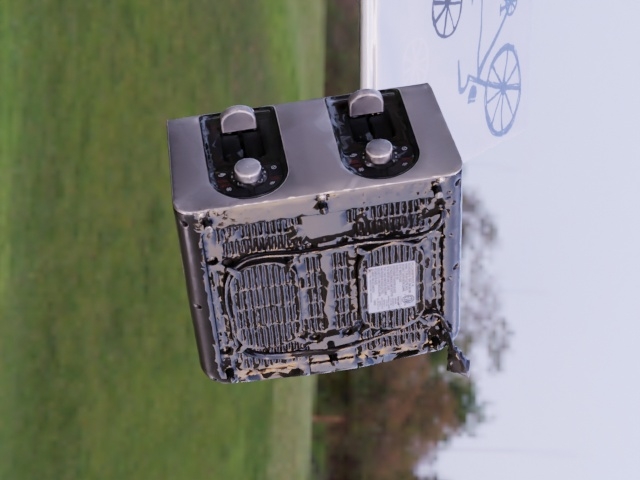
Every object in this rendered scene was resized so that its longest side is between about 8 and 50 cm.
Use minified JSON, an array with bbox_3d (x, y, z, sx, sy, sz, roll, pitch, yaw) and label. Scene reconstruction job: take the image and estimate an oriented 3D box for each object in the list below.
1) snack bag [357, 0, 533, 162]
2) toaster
[{"bbox_3d":[0.111,-0.206,1.362,0.342,0.037,0.323,-31,126,-54],"label":"snack bag"},{"bbox_3d":[0.000,0.000,0.929,0.186,0.168,0.110,85,-5,-46],"label":"toaster"}]
